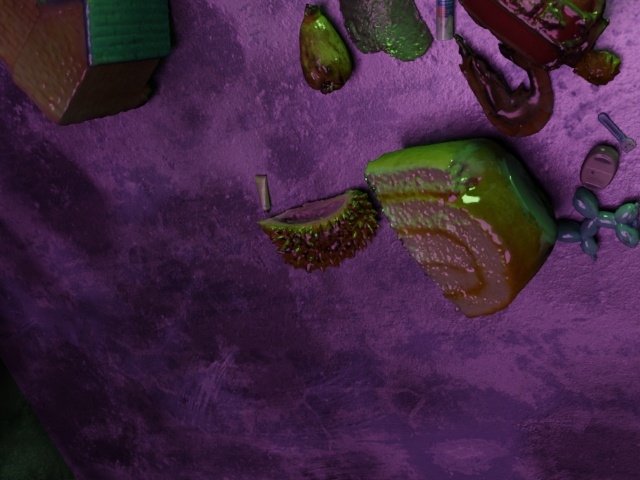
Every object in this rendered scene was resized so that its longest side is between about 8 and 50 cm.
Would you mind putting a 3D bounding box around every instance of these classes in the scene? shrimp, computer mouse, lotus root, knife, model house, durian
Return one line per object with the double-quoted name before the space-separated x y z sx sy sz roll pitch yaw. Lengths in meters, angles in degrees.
"shrimp" 0.364 -0.316 1.419 0.145 0.059 0.254 -23 106 34
"computer mouse" 0.553 -0.146 1.430 0.066 0.039 0.096 22 135 17
"lotus root" 0.003 -0.412 1.546 0.108 0.094 0.191 -13 104 9
"knife" 0.571 -0.209 1.398 0.096 0.010 0.027 46 129 -3
"model house" -0.556 -0.522 1.666 0.382 0.334 0.343 42 120 6
"durian" 0.001 -0.001 1.780 0.341 0.112 0.191 -14 108 32

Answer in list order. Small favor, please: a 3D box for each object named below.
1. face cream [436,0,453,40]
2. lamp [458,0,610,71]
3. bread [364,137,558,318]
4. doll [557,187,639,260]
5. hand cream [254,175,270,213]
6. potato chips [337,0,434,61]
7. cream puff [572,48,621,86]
"face cream" 0.243 -0.460 1.414 0.034 0.034 0.130 9 121 24
"lamp" 0.371 -0.424 1.274 0.274 0.177 0.177 40 130 2
"bread" 0.308 -0.071 1.478 0.264 0.239 0.395 -33 96 43
"doll" 0.573 -0.034 1.474 0.158 0.059 0.159 34 128 9
"hand cream" -0.145 -0.119 1.851 0.035 0.022 0.102 2 114 28
"potato chips" 0.123 -0.459 1.468 0.228 0.059 0.167 23 117 15
"cream puff" 0.507 -0.316 1.333 0.083 0.058 0.083 35 142 -22
